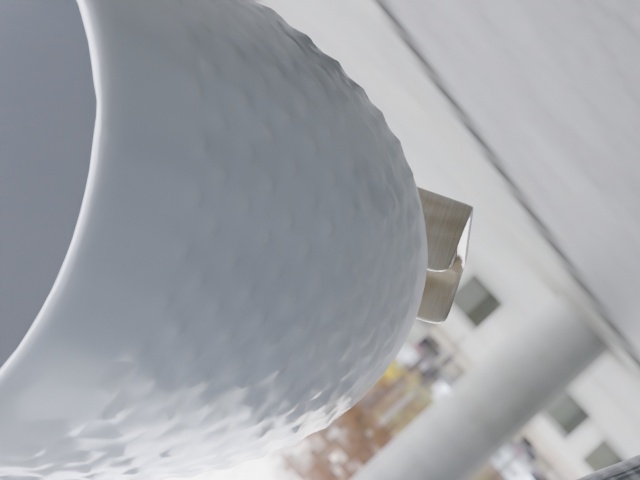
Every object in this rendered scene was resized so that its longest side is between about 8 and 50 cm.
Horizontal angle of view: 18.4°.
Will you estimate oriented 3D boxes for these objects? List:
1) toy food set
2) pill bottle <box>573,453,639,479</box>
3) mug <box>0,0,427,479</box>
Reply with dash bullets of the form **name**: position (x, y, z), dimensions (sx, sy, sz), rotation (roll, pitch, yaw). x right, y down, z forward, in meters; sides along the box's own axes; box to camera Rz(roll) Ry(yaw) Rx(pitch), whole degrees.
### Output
- **toy food set**: position (0.000, 0.000, 1.547), dimensions (0.219, 0.092, 0.306), rotation (19, 171, 6)
- **pill bottle**: position (0.191, 0.177, 0.960), dimensions (0.161, 0.283, 0.161), rotation (160, 90, -85)
- **mug**: position (-0.127, 0.031, 1.039), dimensions (0.276, 0.374, 0.328), rotation (40, -165, 36)
